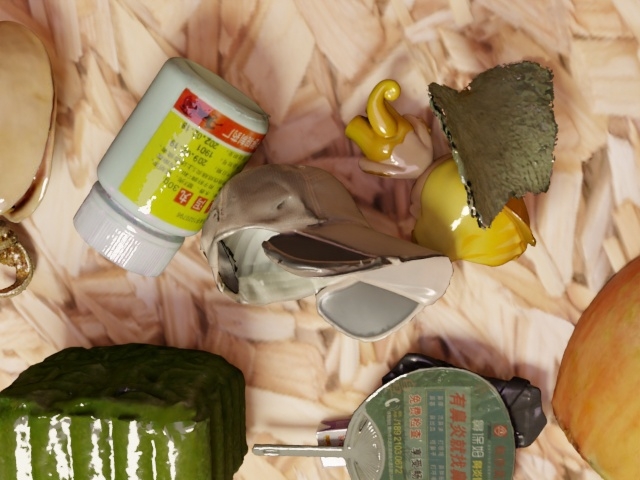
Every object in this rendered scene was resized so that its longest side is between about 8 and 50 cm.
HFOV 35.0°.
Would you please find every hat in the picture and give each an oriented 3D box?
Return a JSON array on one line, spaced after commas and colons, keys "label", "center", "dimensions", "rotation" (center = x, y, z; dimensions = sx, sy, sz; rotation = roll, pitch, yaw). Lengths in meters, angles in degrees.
[{"label": "hat", "center": [0.007, 0.004, 1.100], "dimensions": [0.274, 0.232, 0.161], "rotation": [11, 76, 22]}]

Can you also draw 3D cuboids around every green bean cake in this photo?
[{"label": "green bean cake", "center": [-0.219, 0.210, 1.147], "dimensions": [0.249, 0.247, 0.157], "rotation": [-1, 98, 9]}]

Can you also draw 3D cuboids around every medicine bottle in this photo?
[{"label": "medicine bottle", "center": [-0.170, -0.083, 1.149], "dimensions": [0.139, 0.139, 0.225], "rotation": [37, 102, 2]}]

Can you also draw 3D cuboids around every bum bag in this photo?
[{"label": "bum bag", "center": [0.169, 0.181, 1.188], "dimensions": [0.197, 0.049, 0.087], "rotation": [16, 125, 5]}]

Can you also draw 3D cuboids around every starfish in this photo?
[{"label": "starfish", "center": [-0.427, 0.010, 1.195], "dimensions": [0.146, 0.190, 0.074], "rotation": [1, 62, 4]}]

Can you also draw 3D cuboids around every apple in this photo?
[{"label": "apple", "center": [0.433, 0.145, 1.078], "dimensions": [0.252, 0.314, 0.309], "rotation": [17, 113, -38]}]

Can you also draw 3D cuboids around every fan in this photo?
[{"label": "fan", "center": [0.098, 0.269, 1.195], "dimensions": [0.294, 0.012, 0.223], "rotation": [-28, 106, 16]}]

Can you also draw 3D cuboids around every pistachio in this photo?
[{"label": "pistachio", "center": [-0.369, -0.134, 1.159], "dimensions": [0.157, 0.157, 0.230], "rotation": [-5, 85, 9]}]

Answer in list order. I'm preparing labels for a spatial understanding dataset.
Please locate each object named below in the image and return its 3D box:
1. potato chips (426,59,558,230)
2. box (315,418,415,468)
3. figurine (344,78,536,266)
[{"label": "potato chips", "center": [0.185, -0.117, 1.065], "dimensions": [0.167, 0.228, 0.059], "rotation": [49, 137, 11]}, {"label": "box", "center": [0.055, 0.240, 1.217], "dimensions": [0.117, 0.036, 0.051], "rotation": [-10, 98, 10]}, {"label": "figurine", "center": [0.137, -0.066, 1.123], "dimensions": [0.246, 0.131, 0.156], "rotation": [38, 77, 11]}]
